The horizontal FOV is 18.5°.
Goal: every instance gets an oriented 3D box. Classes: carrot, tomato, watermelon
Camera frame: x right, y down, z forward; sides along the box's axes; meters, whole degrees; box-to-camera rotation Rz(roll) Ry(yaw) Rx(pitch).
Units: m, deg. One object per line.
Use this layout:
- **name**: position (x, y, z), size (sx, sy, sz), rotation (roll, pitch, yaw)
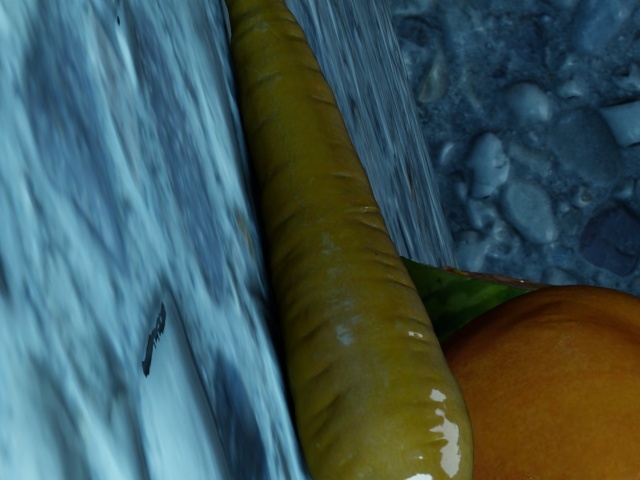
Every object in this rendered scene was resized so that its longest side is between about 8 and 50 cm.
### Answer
- **carrot**: position (0.000, 0.000, 0.826), size (0.069, 0.069, 0.336), rotation (67, 4, -56)
- **tomato**: position (0.123, 0.154, 0.981), size (0.260, 0.180, 0.260), rotation (-15, 90, -82)
- **watermelon**: position (0.127, 0.087, 1.491), size (0.303, 0.159, 0.128), rotation (20, 78, -80)
